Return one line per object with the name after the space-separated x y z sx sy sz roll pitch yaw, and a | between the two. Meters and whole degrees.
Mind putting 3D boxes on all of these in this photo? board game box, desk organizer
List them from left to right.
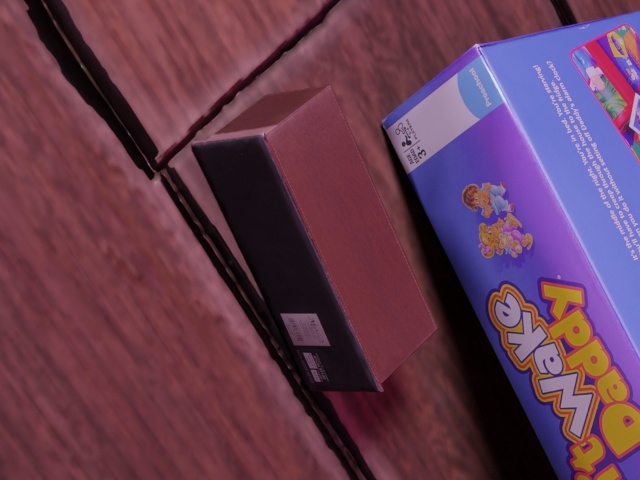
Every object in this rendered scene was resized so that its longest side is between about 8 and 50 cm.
0.000 0.000 0.765 0.050 0.047 0.130 -40 114 -38 | desk organizer
0.205 0.054 0.842 0.233 0.078 0.347 -17 76 -41 | board game box
